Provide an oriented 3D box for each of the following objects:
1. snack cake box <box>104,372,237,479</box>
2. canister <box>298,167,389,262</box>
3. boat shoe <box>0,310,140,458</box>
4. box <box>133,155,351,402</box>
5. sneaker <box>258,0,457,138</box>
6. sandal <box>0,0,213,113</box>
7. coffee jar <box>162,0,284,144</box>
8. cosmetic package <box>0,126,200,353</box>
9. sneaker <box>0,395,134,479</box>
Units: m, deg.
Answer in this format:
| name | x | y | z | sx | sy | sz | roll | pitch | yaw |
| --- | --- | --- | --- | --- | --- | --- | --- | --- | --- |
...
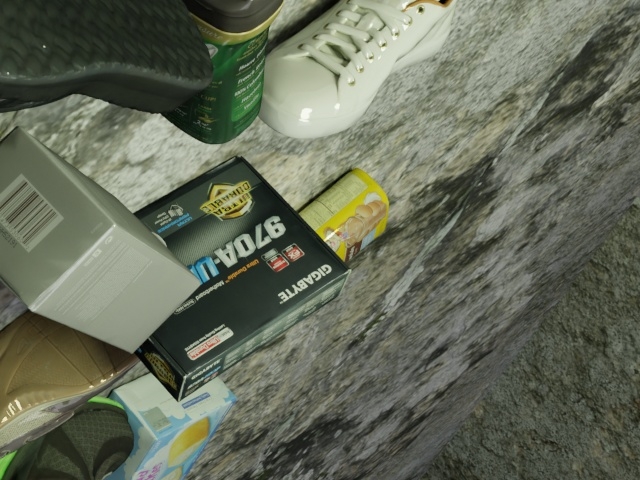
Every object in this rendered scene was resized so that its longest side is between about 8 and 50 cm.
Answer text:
| name | x | y | z | sx | sy | sz | roll | pitch | yaw |
| --- | --- | --- | --- | --- | --- | --- | --- | --- | --- |
| snack cake box | -0.234 | 0.277 | 1.824 | 0.152 | 0.089 | 0.264 | -24 | 154 | -49 |
| canister | 0.000 | 0.000 | 1.732 | 0.170 | 0.073 | 0.126 | -40 | 163 | -17 |
| boat shoe | -0.286 | 0.141 | 1.393 | 0.285 | 0.103 | 0.092 | -33 | 165 | -20 |
| box | -0.109 | 0.032 | 1.394 | 0.220 | 0.175 | 0.051 | -31 | 158 | -32 |
| sneaker | 0.038 | -0.201 | 1.325 | 0.290 | 0.106 | 0.123 | -42 | 162 | -43 |
| sandal | -0.202 | -0.134 | 0.853 | 0.107 | 0.167 | 0.446 | -30 | 166 | 17 |
| coffee jar | -0.084 | -0.164 | 1.125 | 0.079 | 0.096 | 0.184 | -46 | 167 | -30 |
| cosmetic package | -0.204 | 0.007 | 1.208 | 0.107 | 0.127 | 0.238 | -46 | 161 | -4 |
| sneaker | -0.300 | 0.322 | 1.488 | 0.185 | 0.202 | 0.483 | -53 | -179 | 24 |
